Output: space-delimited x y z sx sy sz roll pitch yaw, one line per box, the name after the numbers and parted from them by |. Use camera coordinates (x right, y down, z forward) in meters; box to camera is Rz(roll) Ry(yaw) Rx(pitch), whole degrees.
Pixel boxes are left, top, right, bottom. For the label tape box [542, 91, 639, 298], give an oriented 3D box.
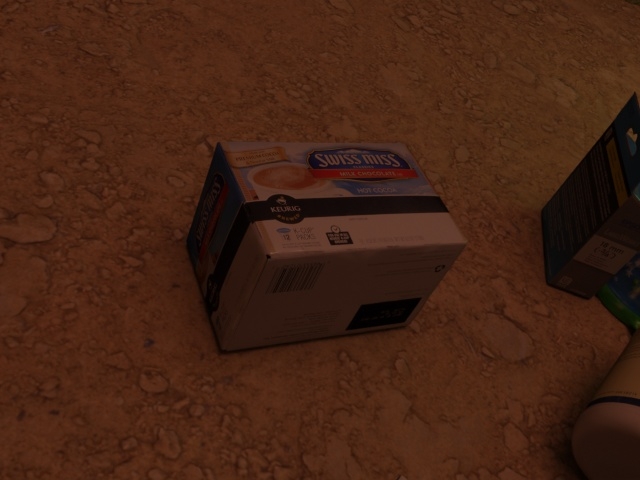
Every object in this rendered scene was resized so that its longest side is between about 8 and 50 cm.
0.571 -0.081 1.419 0.105 0.334 0.241 21 44 -7 | label tape box

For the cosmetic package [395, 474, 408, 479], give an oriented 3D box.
0.158 0.488 0.812 0.385 0.156 0.217 39 46 10 | cosmetic package

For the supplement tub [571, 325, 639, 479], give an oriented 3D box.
0.568 0.256 1.133 0.235 0.235 0.325 41 59 13 | supplement tub

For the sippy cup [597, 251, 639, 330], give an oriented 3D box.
0.702 0.041 1.451 0.240 0.224 0.306 -3 52 -28 | sippy cup

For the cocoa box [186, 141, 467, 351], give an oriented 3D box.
0.000 0.000 1.135 0.347 0.231 0.228 -4 51 -29 | cocoa box
